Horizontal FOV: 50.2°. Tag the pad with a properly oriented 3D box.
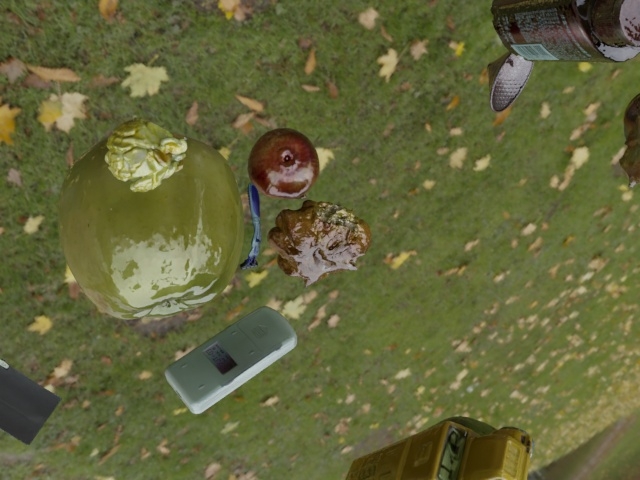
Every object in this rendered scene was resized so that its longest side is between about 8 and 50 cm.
[{"bbox_3d":[-0.483,0.257,1.073,0.193,0.116,0.004,-47,-168,38],"label":"pad"}]

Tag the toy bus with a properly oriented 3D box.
[{"bbox_3d":[0.157,0.349,0.988,0.335,0.123,0.121,-44,-167,48],"label":"toy bus"}]

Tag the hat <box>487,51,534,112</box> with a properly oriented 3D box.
[{"bbox_3d":[0.463,-0.431,1.751,0.193,0.082,0.193,-36,145,-31],"label":"hat"}]

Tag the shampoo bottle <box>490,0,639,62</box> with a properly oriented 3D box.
[{"bbox_3d":[0.330,-0.288,0.885,0.084,0.323,0.129,-41,106,3],"label":"shampoo bottle"}]

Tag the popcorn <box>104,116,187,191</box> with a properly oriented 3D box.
[{"bbox_3d":[-0.343,-0.167,1.318,0.141,0.162,0.136,-39,109,-34],"label":"popcorn"}]

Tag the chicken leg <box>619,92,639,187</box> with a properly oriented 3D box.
[{"bbox_3d":[0.437,-0.030,0.597,0.140,0.361,0.212,33,75,-37],"label":"chicken leg"}]

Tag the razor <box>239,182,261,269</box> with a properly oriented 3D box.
[{"bbox_3d":[-0.118,-0.025,1.215,0.044,0.028,0.155,-9,105,-52],"label":"razor"}]

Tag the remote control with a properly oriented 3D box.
[{"bbox_3d":[-0.197,0.260,1.545,0.296,0.140,0.056,-32,144,-25],"label":"remote control"}]

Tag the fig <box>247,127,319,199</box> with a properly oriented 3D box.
[{"bbox_3d":[-0.099,-0.194,1.812,0.205,0.205,0.205,-31,148,-22],"label":"fig"}]

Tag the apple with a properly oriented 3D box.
[{"bbox_3d":[-0.401,-0.032,1.646,0.473,0.473,0.474,-31,148,-22],"label":"apple"}]

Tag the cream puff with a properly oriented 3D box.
[{"bbox_3d":[0.000,0.000,1.736,0.268,0.155,0.241,-9,141,-6],"label":"cream puff"}]

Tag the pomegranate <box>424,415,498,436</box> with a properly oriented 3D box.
[{"bbox_3d":[0.282,0.498,1.415,0.254,0.254,0.270,-2,147,-49],"label":"pomegranate"}]
